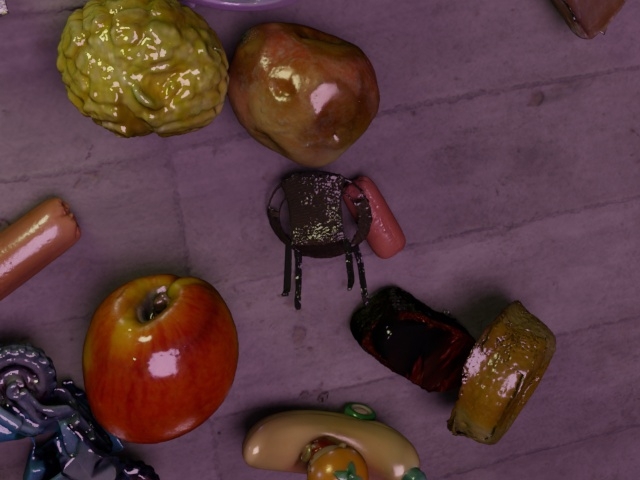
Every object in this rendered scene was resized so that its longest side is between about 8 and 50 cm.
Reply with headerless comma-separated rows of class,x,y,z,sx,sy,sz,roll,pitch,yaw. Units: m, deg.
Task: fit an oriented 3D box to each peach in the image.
peach,-0.032,-0.230,1.651,0.236,0.214,0.214,32,97,-19
peach,-0.249,0.189,1.722,0.281,0.238,0.280,-44,144,-46

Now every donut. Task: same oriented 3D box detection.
donut,0.332,0.248,1.936,0.272,0.107,0.272,-45,153,-31

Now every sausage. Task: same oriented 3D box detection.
sausage,-0.495,0.043,1.666,0.289,0.086,0.086,-37,117,-4
sausage,0.090,-0.040,1.842,0.062,0.062,0.154,-34,116,-4

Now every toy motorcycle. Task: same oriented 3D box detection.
toy motorcycle,-0.442,0.355,1.754,0.232,0.172,0.416,-35,119,0

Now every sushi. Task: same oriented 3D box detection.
sushi,0.165,0.176,1.920,0.225,0.126,0.136,25,100,-31

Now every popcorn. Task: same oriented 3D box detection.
popcorn,-0.245,-0.255,1.579,0.237,0.251,0.205,4,101,16

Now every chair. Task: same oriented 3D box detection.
chair,0.000,0.000,1.788,0.174,0.149,0.213,-5,81,10

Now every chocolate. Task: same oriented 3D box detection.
chocolate,0.399,-0.460,1.776,0.161,0.083,0.261,-47,119,-16

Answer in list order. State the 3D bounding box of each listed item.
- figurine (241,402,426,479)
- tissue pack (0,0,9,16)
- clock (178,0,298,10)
figurine,0.021,0.382,1.890,0.325,0.222,0.124,10,109,-22
tissue pack,-0.489,-0.338,1.488,0.109,0.148,0.060,-19,121,-11
clock,-0.163,-0.415,1.502,0.339,0.338,0.102,4,81,-20
